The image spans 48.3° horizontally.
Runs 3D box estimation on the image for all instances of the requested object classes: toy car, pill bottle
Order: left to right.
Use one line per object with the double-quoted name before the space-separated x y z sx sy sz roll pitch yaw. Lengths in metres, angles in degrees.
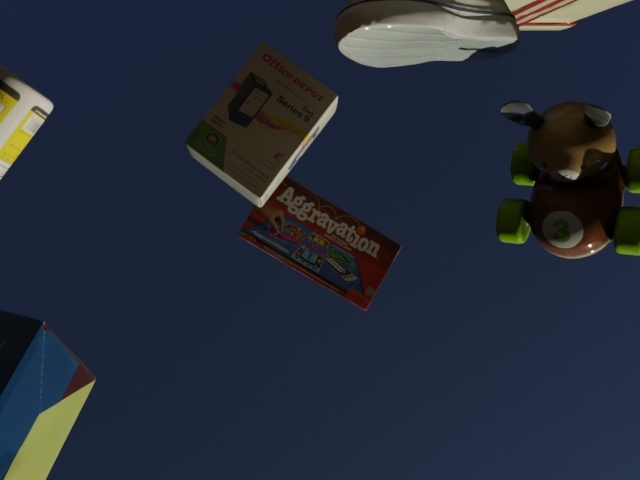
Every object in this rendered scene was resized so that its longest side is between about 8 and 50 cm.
"pill bottle" -0.247 -0.068 0.498 0.065 0.065 0.116 34 -96 2
"toy car" 0.257 -0.081 0.738 0.155 0.188 0.149 7 -113 31

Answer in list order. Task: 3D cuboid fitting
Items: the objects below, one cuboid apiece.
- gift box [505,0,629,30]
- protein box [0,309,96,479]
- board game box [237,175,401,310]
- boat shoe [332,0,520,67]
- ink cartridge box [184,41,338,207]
"gift box" 0.256 -0.426 0.972 0.276 0.258 0.255 2 -85 -10
"protein box" -0.366 0.168 0.674 0.201 0.136 0.200 11 -122 15
"board game box" 0.000 0.000 1.350 0.281 0.027 0.145 31 -99 -6
"boat shoe" 0.091 -0.204 0.640 0.226 0.083 0.076 -10 -97 -45
"ink cartridge box" -0.094 -0.186 1.158 0.154 0.093 0.212 37 -99 1
